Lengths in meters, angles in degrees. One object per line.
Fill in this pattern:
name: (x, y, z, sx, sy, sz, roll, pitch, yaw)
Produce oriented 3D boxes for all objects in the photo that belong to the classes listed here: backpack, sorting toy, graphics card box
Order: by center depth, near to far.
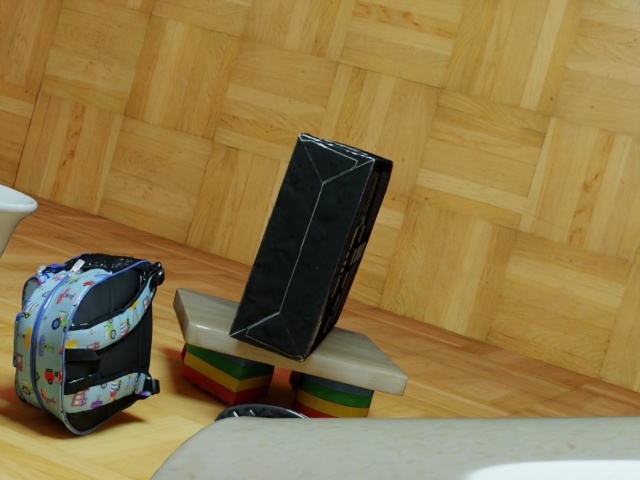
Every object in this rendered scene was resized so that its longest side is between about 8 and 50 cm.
backpack: (-0.230, 0.098, 1.217, 0.117, 0.158, 0.173, 8, 14, 16)
graphics card box: (0.000, 0.000, 1.509, 0.094, 0.232, 0.371, 20, 6, 4)
sorting toy: (-0.053, 0.148, 1.560, 0.257, 0.089, 0.255, 15, 4, -11)

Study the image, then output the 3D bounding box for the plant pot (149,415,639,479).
plant pot: (0.093, 0.181, 0.399, 0.305, 0.333, 0.334, 6, 1, 15)

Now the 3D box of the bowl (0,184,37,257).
bowl: (-0.398, -0.008, 1.080, 0.298, 0.134, 0.298, 17, 4, -1)

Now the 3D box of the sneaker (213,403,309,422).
sneaker: (0.012, 0.217, 1.162, 0.235, 0.084, 0.097, 17, -20, 8)
